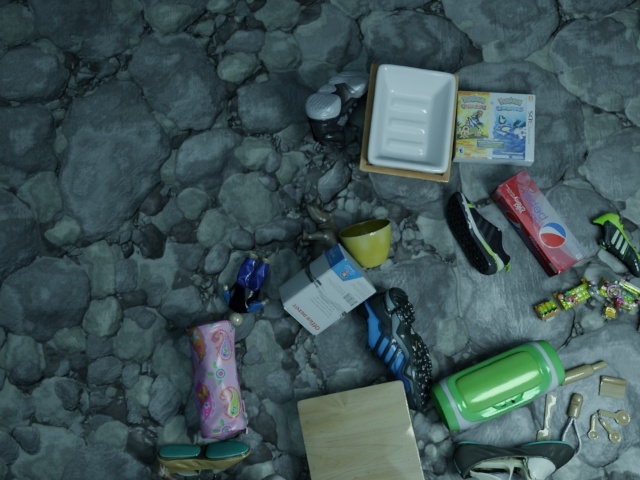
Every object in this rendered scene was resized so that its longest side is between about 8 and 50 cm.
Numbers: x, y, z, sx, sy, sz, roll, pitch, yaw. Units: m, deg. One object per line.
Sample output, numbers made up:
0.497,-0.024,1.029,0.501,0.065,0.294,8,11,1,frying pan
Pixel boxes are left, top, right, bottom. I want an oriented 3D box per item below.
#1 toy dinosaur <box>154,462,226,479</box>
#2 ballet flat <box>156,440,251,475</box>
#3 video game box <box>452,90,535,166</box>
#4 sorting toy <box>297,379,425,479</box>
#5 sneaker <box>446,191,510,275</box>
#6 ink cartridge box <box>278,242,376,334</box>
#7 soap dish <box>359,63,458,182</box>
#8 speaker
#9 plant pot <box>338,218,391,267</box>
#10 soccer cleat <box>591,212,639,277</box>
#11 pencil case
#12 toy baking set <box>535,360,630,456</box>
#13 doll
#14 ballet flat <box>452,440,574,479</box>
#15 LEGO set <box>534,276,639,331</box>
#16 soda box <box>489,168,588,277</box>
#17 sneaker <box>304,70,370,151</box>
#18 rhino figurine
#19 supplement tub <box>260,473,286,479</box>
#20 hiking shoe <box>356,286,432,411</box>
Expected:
-0.251,0.590,1.417,0.295,0.200,0.127,-9,61,44,toy dinosaur
-0.281,0.534,1.545,0.232,0.080,0.073,-3,107,6,ballet flat
0.456,-0.294,1.660,0.205,0.048,0.187,4,77,4,video game box
0.099,0.481,1.503,0.257,0.089,0.256,-13,79,8,sorting toy
0.404,-0.020,1.607,0.097,0.084,0.235,-19,79,-25,sneaker
0.015,0.120,1.537,0.190,0.139,0.082,-36,34,10,ink cartridge box
0.225,-0.296,1.629,0.228,0.118,0.291,7,80,-1,soap dish
0.417,0.342,1.497,0.296,0.131,0.131,-22,79,-2,speaker
0.122,0.012,1.591,0.134,0.134,0.095,-16,105,1,plant pot
0.741,0.017,1.580,0.072,0.060,0.179,-23,72,9,soccer cleat
-0.251,0.340,1.550,0.124,0.124,0.284,-11,79,2,pencil case
0.626,0.406,1.522,0.256,0.030,0.197,-16,79,1,toy baking set
-0.186,0.131,1.619,0.129,0.046,0.189,21,81,8,doll
0.452,0.527,1.475,0.280,0.095,0.096,-4,39,9,ballet flat
0.675,0.145,1.530,0.287,0.107,0.132,8,80,5,LEGO set
0.543,-0.042,1.587,0.092,0.083,0.263,-33,79,-3,soda box
0.049,-0.339,1.670,0.101,0.153,0.268,24,45,25,sneaker
0.000,0.000,1.617,0.106,0.073,0.243,3,78,-15,rhino figurine
-0.060,0.711,1.389,0.331,0.241,0.241,44,85,0,supplement tub
0.184,0.270,1.556,0.132,0.113,0.304,-18,84,31,hiking shoe
